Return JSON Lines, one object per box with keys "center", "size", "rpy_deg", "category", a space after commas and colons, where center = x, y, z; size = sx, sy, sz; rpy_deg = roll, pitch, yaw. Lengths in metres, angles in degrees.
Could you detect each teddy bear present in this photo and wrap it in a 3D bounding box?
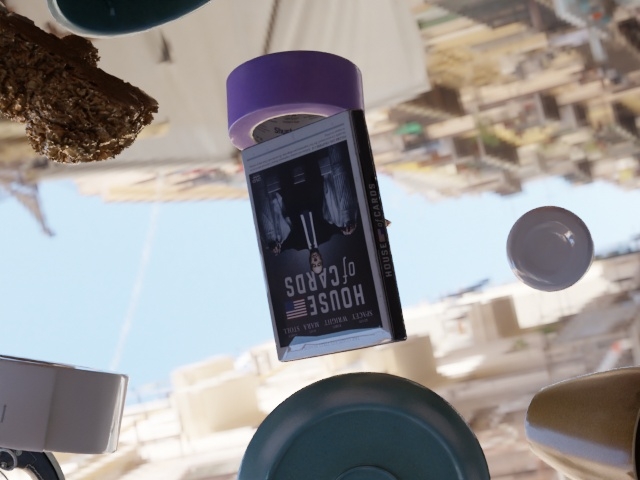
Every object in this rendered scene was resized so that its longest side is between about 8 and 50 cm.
{"center": [-0.348, -0.191, 1.455], "size": [0.338, 0.113, 0.245], "rpy_deg": [30, -160, -7], "category": "teddy bear"}

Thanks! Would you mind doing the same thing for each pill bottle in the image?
{"center": [0.334, 0.013, 1.892], "size": [0.216, 0.121, 0.121], "rpy_deg": [4, -107, -78], "category": "pill bottle"}

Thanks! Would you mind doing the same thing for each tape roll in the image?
{"center": [-0.376, 0.188, 1.573], "size": [0.286, 0.286, 0.100], "rpy_deg": [22, -105, -65], "category": "tape roll"}
{"center": [-0.034, -0.182, 1.787], "size": [0.189, 0.189, 0.080], "rpy_deg": [34, -132, -61], "category": "tape roll"}

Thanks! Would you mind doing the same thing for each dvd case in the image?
{"center": [0.000, 0.000, 1.372], "size": [0.029, 0.179, 0.238], "rpy_deg": [-5, -97, -43], "category": "dvd case"}

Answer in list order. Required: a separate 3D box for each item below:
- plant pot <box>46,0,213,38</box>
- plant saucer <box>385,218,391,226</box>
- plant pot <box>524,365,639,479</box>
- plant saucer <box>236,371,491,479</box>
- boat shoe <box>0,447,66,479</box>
{"center": [-0.267, -0.497, 1.694], "size": [0.334, 0.341, 0.341], "rpy_deg": [59, -164, 17], "category": "plant pot"}
{"center": [0.056, -0.032, 1.784], "size": [0.083, 0.083, 0.013], "rpy_deg": [2, -73, -69], "category": "plant saucer"}
{"center": [0.451, 0.294, 2.026], "size": [0.237, 0.254, 0.237], "rpy_deg": [-2, -87, -41], "category": "plant pot"}
{"center": [0.054, 0.320, 1.592], "size": [0.044, 0.317, 0.317], "rpy_deg": [-124, 19, -86], "category": "plant saucer"}
{"center": [-0.431, 0.266, 1.780], "size": [0.079, 0.095, 0.254], "rpy_deg": [-43, -53, -26], "category": "boat shoe"}
